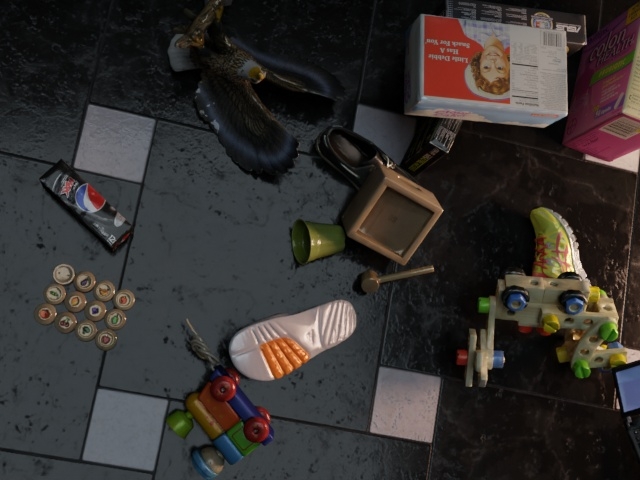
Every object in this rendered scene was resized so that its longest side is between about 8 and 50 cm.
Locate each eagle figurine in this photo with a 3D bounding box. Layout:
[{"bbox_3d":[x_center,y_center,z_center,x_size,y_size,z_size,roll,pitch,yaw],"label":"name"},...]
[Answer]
[{"bbox_3d":[-0.126,-0.288,1.446,0.226,0.225,0.298,-30,126,23],"label":"eagle figurine"}]

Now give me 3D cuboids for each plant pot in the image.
[{"bbox_3d":[0.000,0.000,1.465,0.079,0.083,0.083,-4,82,-26],"label":"plant pot"}]

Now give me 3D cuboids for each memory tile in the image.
[{"bbox_3d":[-0.402,0.113,1.383,0.148,0.012,0.113,24,76,-8],"label":"memory tile"}]

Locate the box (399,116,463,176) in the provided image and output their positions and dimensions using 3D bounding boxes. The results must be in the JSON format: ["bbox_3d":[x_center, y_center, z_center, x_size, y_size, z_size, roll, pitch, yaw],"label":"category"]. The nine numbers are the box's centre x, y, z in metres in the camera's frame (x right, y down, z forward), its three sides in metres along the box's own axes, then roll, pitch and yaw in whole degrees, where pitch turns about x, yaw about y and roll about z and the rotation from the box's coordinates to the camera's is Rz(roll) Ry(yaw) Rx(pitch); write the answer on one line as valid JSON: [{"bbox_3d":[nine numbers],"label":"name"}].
[{"bbox_3d":[0.224,-0.224,1.491,0.045,0.184,0.190,29,75,-8],"label":"box"}]

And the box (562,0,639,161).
[{"bbox_3d":[0.596,-0.305,1.573,0.117,0.213,0.243,19,78,-10],"label":"box"}]

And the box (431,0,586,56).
[{"bbox_3d":[0.321,-0.368,1.520,0.270,0.216,0.060,3,81,-13],"label":"box"}]

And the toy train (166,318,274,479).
[{"bbox_3d":[-0.203,0.272,1.366,0.143,0.105,0.248,-39,91,-2],"label":"toy train"}]

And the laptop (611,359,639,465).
[{"bbox_3d":[0.683,0.328,1.469,0.234,0.136,0.264,-19,74,10],"label":"laptop"}]

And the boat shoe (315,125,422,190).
[{"bbox_3d":[0.097,-0.133,1.504,0.233,0.079,0.084,35,74,-7],"label":"boat shoe"}]

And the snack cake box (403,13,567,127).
[{"bbox_3d":[0.279,-0.283,1.372,0.264,0.089,0.152,4,82,-12],"label":"snack cake box"}]

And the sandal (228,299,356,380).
[{"bbox_3d":[-0.053,0.174,1.428,0.265,0.076,0.102,-15,94,-36],"label":"sandal"}]

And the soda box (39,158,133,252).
[{"bbox_3d":[-0.399,-0.059,1.386,0.169,0.060,0.053,44,74,-3],"label":"soda box"}]

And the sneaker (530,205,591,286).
[{"bbox_3d":[0.442,0.036,1.554,0.094,0.081,0.208,-21,87,-13],"label":"sneaker"}]

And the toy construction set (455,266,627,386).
[{"bbox_3d":[0.406,0.165,1.490,0.328,0.151,0.215,-4,125,-7],"label":"toy construction set"}]

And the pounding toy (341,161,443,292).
[{"bbox_3d":[0.128,-0.007,1.482,0.181,0.094,0.206,27,109,-18],"label":"pounding toy"}]

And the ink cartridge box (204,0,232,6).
[{"bbox_3d":[-0.194,-0.504,1.489,0.052,0.088,0.122,-11,84,-15],"label":"ink cartridge box"}]
